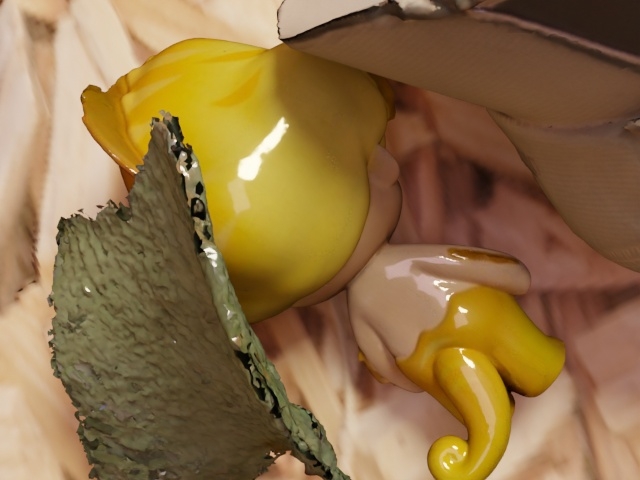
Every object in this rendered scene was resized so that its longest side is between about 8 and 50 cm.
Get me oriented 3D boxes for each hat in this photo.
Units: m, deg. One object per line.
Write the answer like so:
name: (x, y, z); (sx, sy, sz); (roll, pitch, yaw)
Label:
hat: (0.119, -0.069, 0.410); (0.274, 0.232, 0.161); (8, 112, -9)

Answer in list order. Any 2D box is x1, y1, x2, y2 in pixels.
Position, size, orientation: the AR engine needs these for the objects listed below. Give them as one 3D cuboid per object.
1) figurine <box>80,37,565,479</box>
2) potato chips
figurine: (0.000, 0.000, 0.468); (0.246, 0.131, 0.156); (36, 115, -3)
potato chips: (-0.058, 0.056, 0.427); (0.167, 0.228, 0.059); (46, 57, -6)
